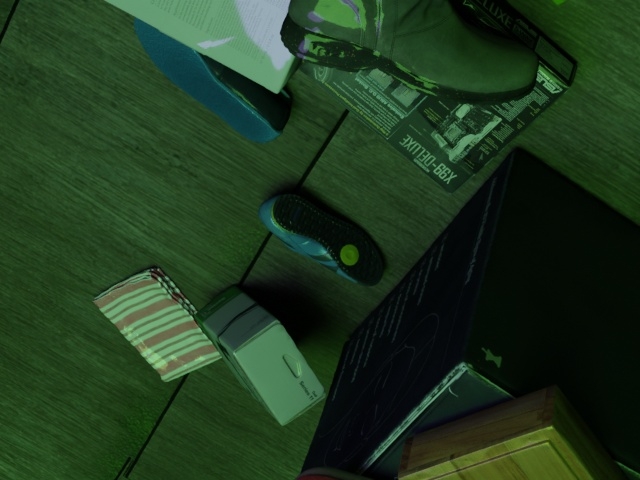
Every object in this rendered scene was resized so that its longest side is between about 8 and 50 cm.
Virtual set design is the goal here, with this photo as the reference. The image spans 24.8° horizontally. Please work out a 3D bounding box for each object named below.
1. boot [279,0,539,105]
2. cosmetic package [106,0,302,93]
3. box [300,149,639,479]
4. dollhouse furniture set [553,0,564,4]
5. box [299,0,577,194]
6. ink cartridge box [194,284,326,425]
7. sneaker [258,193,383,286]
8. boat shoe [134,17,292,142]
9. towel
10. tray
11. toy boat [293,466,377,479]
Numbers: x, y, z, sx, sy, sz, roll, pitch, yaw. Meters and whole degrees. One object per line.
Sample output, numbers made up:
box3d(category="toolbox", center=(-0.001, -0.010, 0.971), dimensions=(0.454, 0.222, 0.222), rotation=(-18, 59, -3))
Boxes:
box3d(category="boot", center=(0.132, -0.295, 1.724), dimensions=(0.338, 0.118, 0.223), rotation=(9, 125, -15))
box3d(category="cosmetic package", center=(-0.096, -0.412, 1.801), dimensions=(0.284, 0.097, 0.377), rotation=(28, 123, 2))
box3d(category="box", center=(0.215, 0.221, 1.965), dimensions=(0.297, 0.480, 0.472), rotation=(31, 128, -7))
box3d(category="dollhouse furniture set", center=(0.247, -0.453, 1.656), dimensions=(0.151, 0.197, 0.301), rotation=(-33, 110, 35))
box3d(category="box", center=(0.144, -0.238, 1.919), dimensions=(0.307, 0.076, 0.242), rotation=(38, 127, -10))
box3d(category="ink cartridge box", center=(-0.093, 0.172, 2.202), dimensions=(0.087, 0.208, 0.153), rotation=(-36, 112, -10))
box3d(category="sneaker", center=(0.000, 0.000, 2.151), dimensions=(0.209, 0.069, 0.082), rotation=(33, 161, -17))
box3d(category="boat shoe", center=(-0.148, -0.242, 2.009), dimensions=(0.258, 0.089, 0.109), rotation=(45, 145, -24))
box3d(category="towel", center=(-0.259, 0.141, 2.348), dimensions=(0.144, 0.029, 0.197), rotation=(-26, 113, 32))
box3d(category="tray", center=(0.288, 0.360, 1.697), dimensions=(0.203, 0.076, 0.411), rotation=(-24, 119, 29))
box3d(category="toy boat", center=(0.051, 0.377, 1.726), dimensions=(0.231, 0.151, 0.151), rotation=(15, 128, 7))
